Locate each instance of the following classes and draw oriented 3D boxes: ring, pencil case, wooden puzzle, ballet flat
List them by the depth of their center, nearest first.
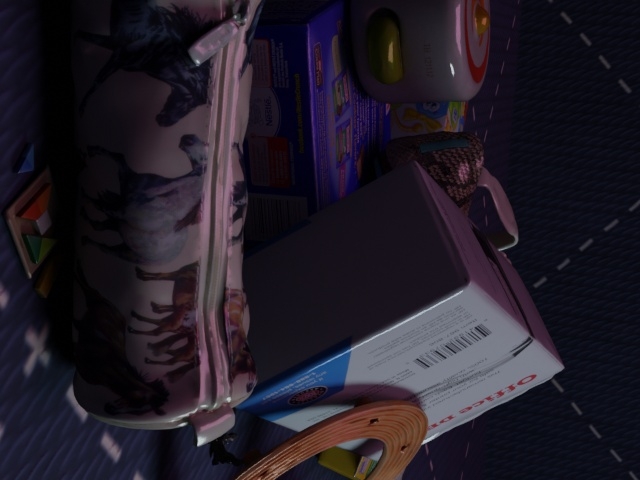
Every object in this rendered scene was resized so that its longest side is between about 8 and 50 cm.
[{"bbox_3d":[-0.227,-0.015,0.914,0.116,0.014,0.079,77,26,-45],"label":"wooden puzzle"},{"bbox_3d":[-0.126,-0.046,0.944,0.159,0.183,0.411,-6,105,-32],"label":"pencil case"},{"bbox_3d":[-0.023,0.285,1.293,0.032,0.336,0.336,55,-2,28],"label":"ring"},{"bbox_3d":[0.186,0.022,1.561,0.483,0.182,0.164,77,0,-54],"label":"ballet flat"}]

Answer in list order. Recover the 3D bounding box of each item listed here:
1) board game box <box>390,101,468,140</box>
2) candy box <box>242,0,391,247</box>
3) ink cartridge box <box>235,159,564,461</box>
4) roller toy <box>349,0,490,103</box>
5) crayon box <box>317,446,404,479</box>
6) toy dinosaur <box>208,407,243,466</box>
[{"bbox_3d":[0.147,-0.163,1.821,0.144,0.142,0.275,57,42,-63],"label":"board game box"},{"bbox_3d":[-0.007,-0.170,1.373,0.317,0.122,0.268,-48,140,-60],"label":"candy box"},{"bbox_3d":[0.085,0.105,1.317,0.395,0.285,0.166,37,28,-58],"label":"ink cartridge box"},{"bbox_3d":[0.128,-0.262,1.336,0.191,0.146,0.209,43,51,-65],"label":"roller toy"},{"bbox_3d":[0.094,0.298,1.842,0.203,0.083,0.323,-66,160,-11],"label":"crayon box"},{"bbox_3d":[-0.116,0.178,1.226,0.268,0.064,0.118,-54,134,-74],"label":"toy dinosaur"}]
